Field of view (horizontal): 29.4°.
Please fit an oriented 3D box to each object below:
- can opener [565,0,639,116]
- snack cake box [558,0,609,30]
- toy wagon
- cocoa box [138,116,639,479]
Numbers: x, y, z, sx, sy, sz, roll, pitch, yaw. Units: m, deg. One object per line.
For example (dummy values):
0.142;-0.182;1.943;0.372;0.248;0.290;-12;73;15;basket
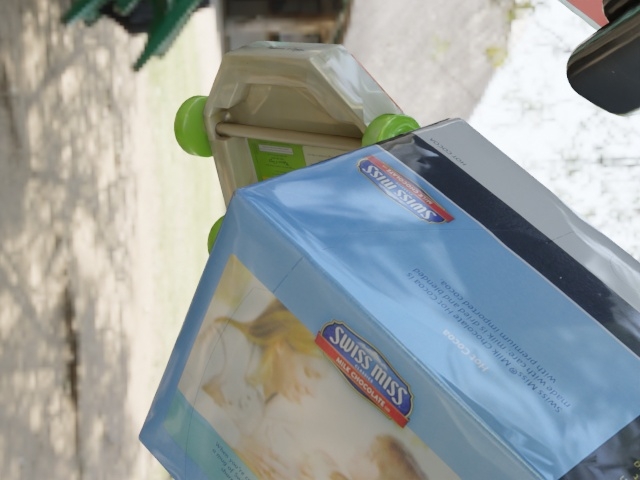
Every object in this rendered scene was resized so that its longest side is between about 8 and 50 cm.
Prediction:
0.175;-0.085;0.453;0.076;0.095;0.283;-61;-178;-3;can opener
0.273;-0.267;0.892;0.264;0.152;0.089;-22;-123;40;snack cake box
0.000;0.000;1.055;0.267;0.068;0.344;13;-56;47;toy wagon
0.098;0.127;0.749;0.347;0.228;0.231;43;-50;24;cocoa box
